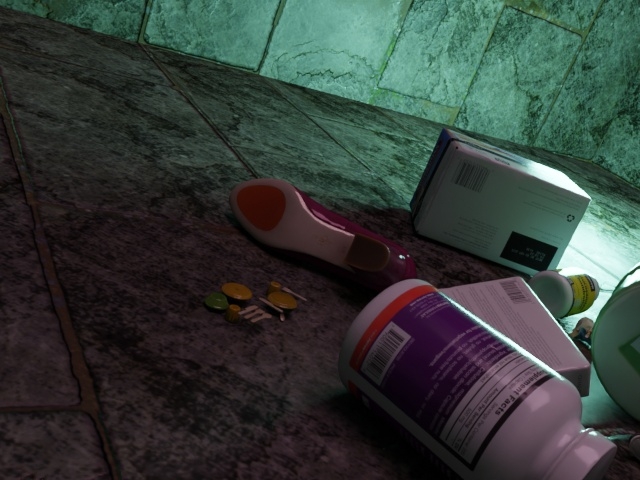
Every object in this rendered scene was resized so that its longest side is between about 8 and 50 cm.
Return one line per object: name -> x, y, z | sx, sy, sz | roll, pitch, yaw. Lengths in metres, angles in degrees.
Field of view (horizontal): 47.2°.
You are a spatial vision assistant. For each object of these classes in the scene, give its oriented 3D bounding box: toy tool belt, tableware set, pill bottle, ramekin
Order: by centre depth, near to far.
pill bottle -> 0.186, 0.198, 0.904 | 0.323, 0.181, 0.182 | 37, 25, 33
tableware set -> -0.100, 0.093, 1.111 | 0.104, 0.024, 0.154 | 27, 22, 24
ramekin -> 0.608, 0.177, 1.223 | 0.303, 0.303, 0.148 | 34, 31, 29
toy tool belt -> 0.545, 0.194, 1.467 | 0.083, 0.052, 0.051 | 28, 53, 24
pill bottle -> 0.522, 0.110, 1.560 | 0.184, 0.103, 0.103 | -3, 32, -47

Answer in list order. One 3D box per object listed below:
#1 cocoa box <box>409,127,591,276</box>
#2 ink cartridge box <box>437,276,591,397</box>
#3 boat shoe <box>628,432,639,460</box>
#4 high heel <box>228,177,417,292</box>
cocoa box -> 0.421, -0.093, 1.777 | 0.347, 0.231, 0.228 | 20, 20, -5
ink cartridge box -> 0.262, 0.167, 1.222 | 0.261, 0.066, 0.296 | -7, 25, -4
boat shoe -> 0.520, 0.321, 1.120 | 0.125, 0.046, 0.038 | 21, 21, -10
high heel -> 0.000, 0.000, 1.369 | 0.377, 0.127, 0.181 | 30, -3, 29
